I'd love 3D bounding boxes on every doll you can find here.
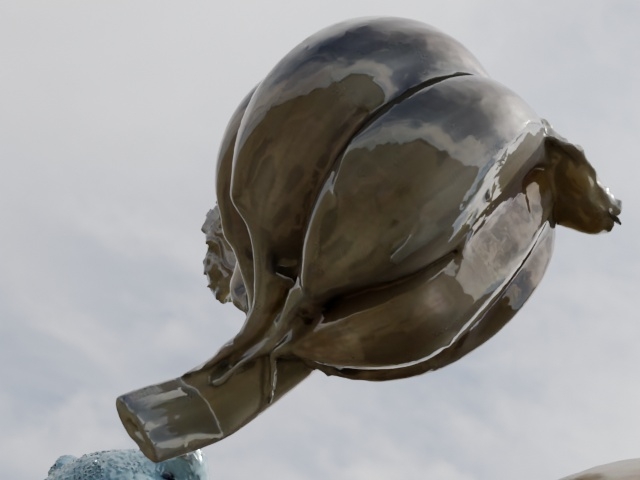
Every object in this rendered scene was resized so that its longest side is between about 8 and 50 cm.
[{"bbox_3d":[-0.060,0.143,0.706,0.179,0.075,0.120,7,5,-13],"label":"doll"}]

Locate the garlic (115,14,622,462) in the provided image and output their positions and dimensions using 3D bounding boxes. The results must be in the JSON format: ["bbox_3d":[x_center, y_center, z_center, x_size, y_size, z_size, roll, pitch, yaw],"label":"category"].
[{"bbox_3d":[0.000,0.000,0.497,0.127,0.194,0.131,57,-6,-36],"label":"garlic"}]

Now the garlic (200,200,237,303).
[{"bbox_3d":[0.032,-0.030,0.951,0.214,0.160,0.191,-36,-30,25],"label":"garlic"}]

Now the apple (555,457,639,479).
[{"bbox_3d":[0.165,0.251,0.514,0.339,0.340,0.340,19,-35,14],"label":"apple"}]
